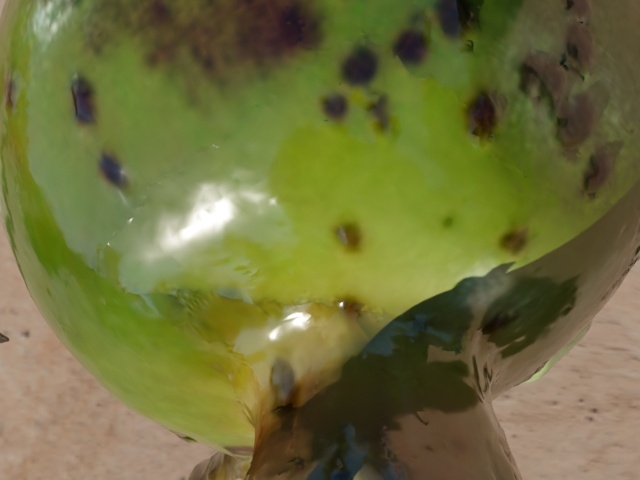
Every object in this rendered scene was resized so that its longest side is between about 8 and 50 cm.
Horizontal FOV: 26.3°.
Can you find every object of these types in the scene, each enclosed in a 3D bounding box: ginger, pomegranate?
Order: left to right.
[{"bbox_3d":[-0.056,0.188,1.141,0.190,0.069,0.095,-48,36,42],"label":"ginger"},{"bbox_3d":[-0.008,0.000,0.431,0.231,0.231,0.286,2,69,26],"label":"pomegranate"}]

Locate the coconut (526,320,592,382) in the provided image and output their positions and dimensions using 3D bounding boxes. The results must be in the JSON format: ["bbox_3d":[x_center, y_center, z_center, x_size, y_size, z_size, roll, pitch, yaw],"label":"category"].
[{"bbox_3d":[0.164,0.030,1.649,0.328,0.281,0.328,0,88,-9],"label":"coconut"}]

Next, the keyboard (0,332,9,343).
[{"bbox_3d":[-0.212,0.007,0.597,0.067,0.202,0.011,5,69,20],"label":"keyboard"}]
